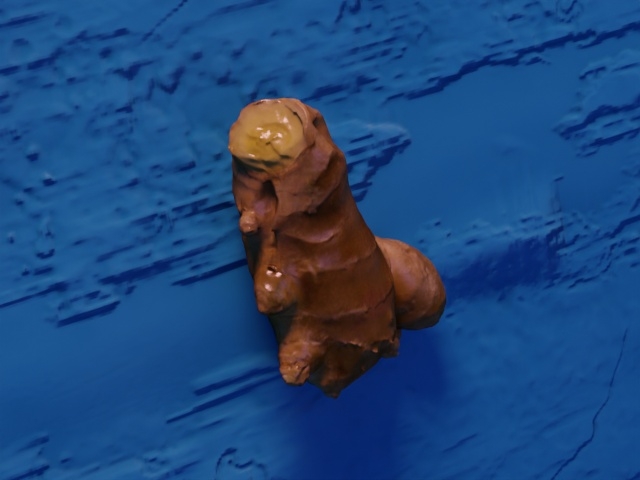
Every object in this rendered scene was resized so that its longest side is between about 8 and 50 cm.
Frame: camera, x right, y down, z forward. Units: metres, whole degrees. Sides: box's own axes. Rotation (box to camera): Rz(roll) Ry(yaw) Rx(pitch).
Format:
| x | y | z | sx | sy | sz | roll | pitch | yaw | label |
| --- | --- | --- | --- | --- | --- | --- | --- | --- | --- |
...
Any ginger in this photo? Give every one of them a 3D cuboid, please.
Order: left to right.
| x | y | z | sx | sy | sz | roll | pitch | yaw | label |
| --- | --- | --- | --- | --- | --- | --- | --- | --- | --- |
| -0.005 | 0.014 | 0.922 | 0.115 | 0.081 | 0.205 | -42 | 125 | -3 | ginger |
